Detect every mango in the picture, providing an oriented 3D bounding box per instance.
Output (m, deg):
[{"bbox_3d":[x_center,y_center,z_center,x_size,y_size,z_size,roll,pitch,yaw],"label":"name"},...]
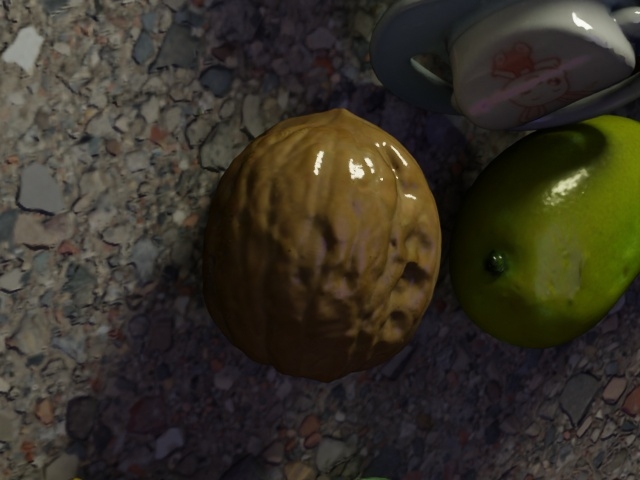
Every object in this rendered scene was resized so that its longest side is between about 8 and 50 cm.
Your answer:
[{"bbox_3d":[0.227,-0.021,1.191,0.273,0.149,0.185,-43,122,-21],"label":"mango"}]

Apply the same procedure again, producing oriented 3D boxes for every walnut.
[{"bbox_3d":[0.000,0.000,1.024,0.213,0.213,0.213,-12,112,-31],"label":"walnut"}]

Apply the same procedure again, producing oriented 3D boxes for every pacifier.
[{"bbox_3d":[0.182,-0.212,1.077,0.238,0.287,0.226,19,58,-43],"label":"pacifier"}]

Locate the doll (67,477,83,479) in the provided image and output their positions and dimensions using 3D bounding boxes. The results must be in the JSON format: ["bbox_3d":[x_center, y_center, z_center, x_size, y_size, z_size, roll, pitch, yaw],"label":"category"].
[{"bbox_3d":[-0.087,0.311,1.046,0.363,0.160,0.182,24,131,-26],"label":"doll"}]

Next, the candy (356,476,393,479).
[{"bbox_3d":[-0.033,0.413,1.209,0.119,0.119,0.440,24,100,-37],"label":"candy"}]

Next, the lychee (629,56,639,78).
[{"bbox_3d":[0.399,-0.190,1.224,0.238,0.200,0.200,-9,112,-12],"label":"lychee"}]
